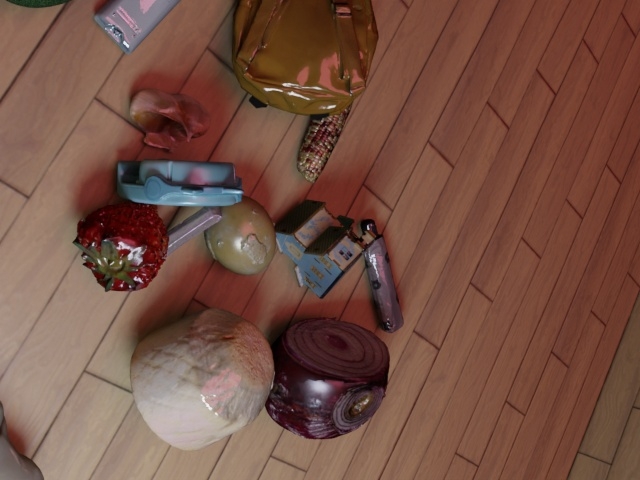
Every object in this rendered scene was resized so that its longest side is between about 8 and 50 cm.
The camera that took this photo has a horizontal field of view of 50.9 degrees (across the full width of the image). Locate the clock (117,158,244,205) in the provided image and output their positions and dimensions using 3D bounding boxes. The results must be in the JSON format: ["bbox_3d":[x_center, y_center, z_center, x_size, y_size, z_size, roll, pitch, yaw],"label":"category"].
[{"bbox_3d":[-0.273,-0.122,1.385,0.224,0.274,0.094,-4,97,-39],"label":"clock"}]

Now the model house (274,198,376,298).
[{"bbox_3d":[0.000,0.000,1.675,0.206,0.271,0.178,42,68,5],"label":"model house"}]

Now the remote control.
[{"bbox_3d":[-0.344,-0.529,1.418,0.103,0.051,0.293,48,68,-32],"label":"remote control"}]

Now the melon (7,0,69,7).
[{"bbox_3d":[-0.495,-0.524,1.219,0.288,0.182,0.182,-36,116,-28],"label":"melon"}]

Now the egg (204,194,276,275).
[{"bbox_3d":[-0.183,-0.011,1.545,0.164,0.164,0.201,-40,125,-27],"label":"egg"}]

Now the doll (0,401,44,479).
[{"bbox_3d":[-0.649,0.401,1.210,0.215,0.226,0.370,-17,98,-3],"label":"doll"}]

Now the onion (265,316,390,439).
[{"bbox_3d":[0.013,0.363,1.675,0.337,0.282,0.260,-8,121,-46],"label":"onion"}]

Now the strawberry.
[{"bbox_3d":[-0.398,0.000,1.380,0.187,0.184,0.201,44,43,-14],"label":"strawberry"}]

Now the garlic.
[{"bbox_3d":[-0.323,-0.265,1.444,0.175,0.099,0.124,17,71,-37],"label":"garlic"}]

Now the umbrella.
[{"bbox_3d":[0.168,0.101,1.887,0.073,0.067,0.337,-30,113,-44],"label":"umbrella"}]

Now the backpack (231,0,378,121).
[{"bbox_3d":[-0.027,-0.472,1.550,0.354,0.201,0.377,16,86,-13],"label":"backpack"}]

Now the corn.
[{"bbox_3d":[0.005,-0.268,1.703,0.086,0.086,0.253,28,81,-37],"label":"corn"}]

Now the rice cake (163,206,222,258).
[{"bbox_3d":[-0.303,-0.012,1.463,0.207,0.047,0.036,-36,158,2],"label":"rice cake"}]

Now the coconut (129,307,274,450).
[{"bbox_3d":[-0.266,0.298,1.457,0.329,0.329,0.328,-6,99,-37],"label":"coconut"}]
